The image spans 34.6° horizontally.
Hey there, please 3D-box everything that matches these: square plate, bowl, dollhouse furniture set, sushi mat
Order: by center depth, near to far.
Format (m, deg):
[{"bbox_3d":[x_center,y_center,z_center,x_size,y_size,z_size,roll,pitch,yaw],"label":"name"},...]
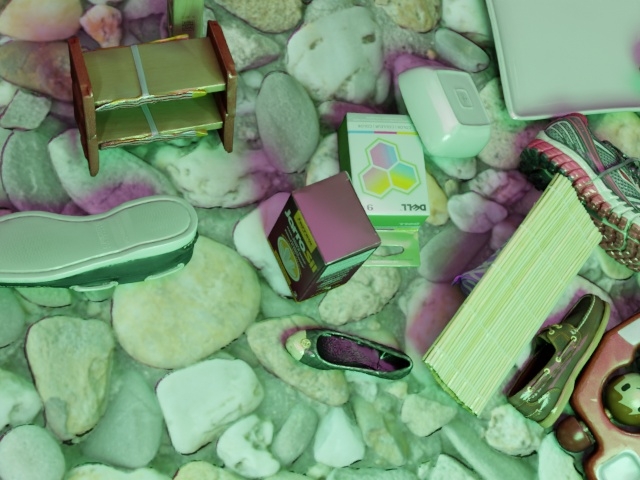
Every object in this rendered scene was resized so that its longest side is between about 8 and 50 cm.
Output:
[{"bbox_3d":[0.261,0.076,1.370,0.316,0.019,0.151,-53,131,-10],"label":"sushi mat"},{"bbox_3d":[-0.253,-0.289,1.409,0.201,0.152,0.374,-10,57,-16],"label":"dollhouse furniture set"},{"bbox_3d":[0.186,-0.192,1.472,0.142,0.053,0.142,-5,69,-49],"label":"bowl"},{"bbox_3d":[0.416,-0.346,1.614,0.347,0.049,0.344,-5,72,-15],"label":"square plate"}]

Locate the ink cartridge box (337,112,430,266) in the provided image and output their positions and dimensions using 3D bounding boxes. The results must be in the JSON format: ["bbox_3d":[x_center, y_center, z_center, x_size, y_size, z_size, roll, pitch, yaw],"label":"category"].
[{"bbox_3d":[0.089,-0.071,1.436,0.109,0.062,0.209,1,72,-13],"label":"ink cartridge box"}]

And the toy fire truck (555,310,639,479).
[{"bbox_3d":[0.461,0.255,1.372,0.254,0.169,0.302,-32,80,-2],"label":"toy fire truck"}]

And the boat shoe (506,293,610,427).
[{"bbox_3d":[0.327,0.152,1.409,0.073,0.073,0.207,35,68,-5],"label":"boat shoe"}]

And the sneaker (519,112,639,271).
[{"bbox_3d":[0.433,-0.063,1.478,0.299,0.121,0.112,45,73,4],"label":"sneaker"}]

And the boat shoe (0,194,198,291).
[{"bbox_3d":[-0.303,0.021,1.297,0.303,0.091,0.114,-6,53,-13],"label":"boat shoe"}]

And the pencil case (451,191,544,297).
[{"bbox_3d":[0.284,0.020,1.438,0.088,0.086,0.206,44,68,10],"label":"pencil case"}]

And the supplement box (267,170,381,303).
[{"bbox_3d":[0.000,0.000,1.323,0.081,0.188,0.104,-22,78,-18],"label":"supplement box"}]

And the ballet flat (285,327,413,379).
[{"bbox_3d":[0.040,0.146,1.357,0.173,0.049,0.057,11,69,-9],"label":"ballet flat"}]
